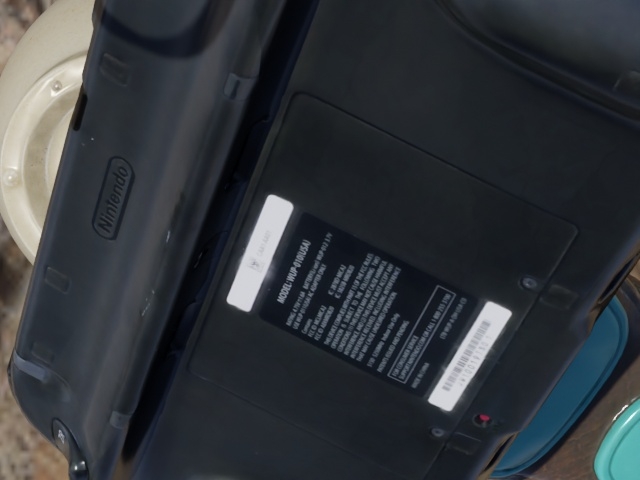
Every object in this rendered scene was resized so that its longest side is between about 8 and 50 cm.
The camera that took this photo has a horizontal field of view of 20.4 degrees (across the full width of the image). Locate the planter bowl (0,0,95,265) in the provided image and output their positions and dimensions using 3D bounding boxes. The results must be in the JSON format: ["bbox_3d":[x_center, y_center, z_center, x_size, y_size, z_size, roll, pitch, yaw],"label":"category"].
[{"bbox_3d":[-0.068,-0.035,0.727,0.162,0.109,0.162,2,102,11],"label":"planter bowl"}]

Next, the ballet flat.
[{"bbox_3d":[0.102,0.045,0.767,0.342,0.124,0.116,24,108,-34],"label":"ballet flat"}]

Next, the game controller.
[{"bbox_3d":[0.000,0.000,0.534,0.166,0.067,0.319,20,140,-4],"label":"game controller"}]
